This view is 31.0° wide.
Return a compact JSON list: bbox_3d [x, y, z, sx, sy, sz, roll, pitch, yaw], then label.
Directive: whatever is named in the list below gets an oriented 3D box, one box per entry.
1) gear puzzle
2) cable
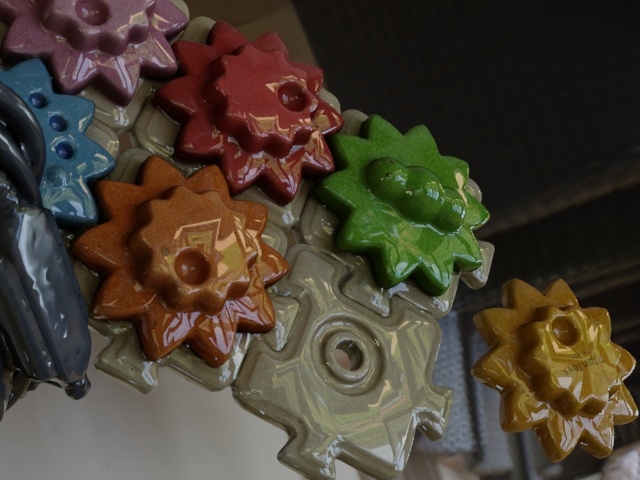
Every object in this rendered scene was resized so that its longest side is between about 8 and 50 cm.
[{"bbox_3d":[0.000,0.000,0.470,0.339,0.175,0.044,30,145,-14],"label":"gear puzzle"},{"bbox_3d":[-0.152,-0.005,0.336,0.151,0.047,0.184,-4,135,7],"label":"cable"}]
